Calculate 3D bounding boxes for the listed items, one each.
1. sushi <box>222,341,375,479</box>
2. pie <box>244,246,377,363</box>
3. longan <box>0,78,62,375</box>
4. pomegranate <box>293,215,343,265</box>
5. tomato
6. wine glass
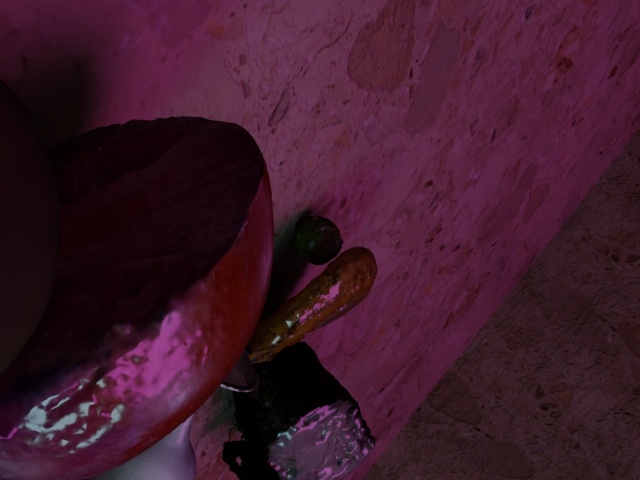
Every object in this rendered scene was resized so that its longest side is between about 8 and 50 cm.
[{"bbox_3d":[-0.055,0.306,1.661,0.234,0.207,0.348,-35,151,-13],"label":"sushi"},{"bbox_3d":[-0.024,0.102,1.444,0.273,0.069,0.273,-34,172,-5],"label":"pie"},{"bbox_3d":[-0.274,0.000,0.566,0.258,0.258,0.258,-44,159,-22],"label":"longan"},{"bbox_3d":[-0.002,-0.004,1.421,0.073,0.073,0.084,-43,179,-25],"label":"pomegranate"},{"bbox_3d":[-0.151,0.059,0.771,0.335,0.289,0.176,-87,155,-54],"label":"tomato"},{"bbox_3d":[-0.208,0.263,1.331,0.321,0.143,0.143,-57,160,18],"label":"wine glass"}]
